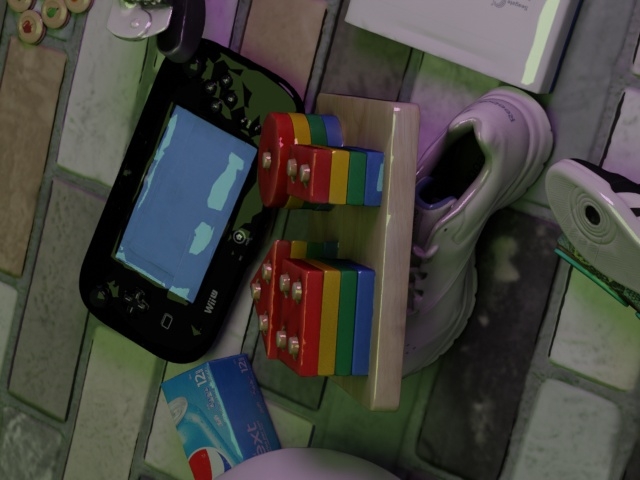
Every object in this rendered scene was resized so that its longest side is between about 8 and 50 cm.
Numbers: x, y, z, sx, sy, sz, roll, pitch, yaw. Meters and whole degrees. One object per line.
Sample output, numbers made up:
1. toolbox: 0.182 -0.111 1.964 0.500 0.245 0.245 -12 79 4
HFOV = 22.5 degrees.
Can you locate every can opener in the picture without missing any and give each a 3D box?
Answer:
1. can opener: -0.144 -0.311 1.567 0.074 0.093 0.280 1 73 30

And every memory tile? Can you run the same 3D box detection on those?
1. memory tile: -0.302 -0.296 1.729 0.113 0.012 0.148 -25 80 30

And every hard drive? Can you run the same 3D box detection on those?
1. hard drive: 0.158 -0.315 1.426 0.210 0.040 0.318 25 106 28

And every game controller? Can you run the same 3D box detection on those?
1. game controller: -0.129 -0.037 1.609 0.166 0.067 0.319 33 110 26

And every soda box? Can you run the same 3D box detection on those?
1. soda box: -0.081 0.223 1.594 0.067 0.071 0.210 -27 80 30

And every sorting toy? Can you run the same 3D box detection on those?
1. sorting toy: 0.000 0.000 1.429 0.255 0.089 0.257 -154 67 -74

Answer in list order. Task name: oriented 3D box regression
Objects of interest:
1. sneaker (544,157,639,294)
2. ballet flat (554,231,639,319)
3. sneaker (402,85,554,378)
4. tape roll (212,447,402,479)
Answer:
1. sneaker: 0.296 -0.008 1.327 0.217 0.121 0.079 44 149 28
2. ballet flat: 0.283 0.043 1.364 0.188 0.070 0.070 44 114 18
3. sneaker: 0.094 -0.004 1.437 0.111 0.129 0.297 31 110 23
4. tape roll: -0.010 0.338 1.483 0.286 0.100 0.286 3 107 10
